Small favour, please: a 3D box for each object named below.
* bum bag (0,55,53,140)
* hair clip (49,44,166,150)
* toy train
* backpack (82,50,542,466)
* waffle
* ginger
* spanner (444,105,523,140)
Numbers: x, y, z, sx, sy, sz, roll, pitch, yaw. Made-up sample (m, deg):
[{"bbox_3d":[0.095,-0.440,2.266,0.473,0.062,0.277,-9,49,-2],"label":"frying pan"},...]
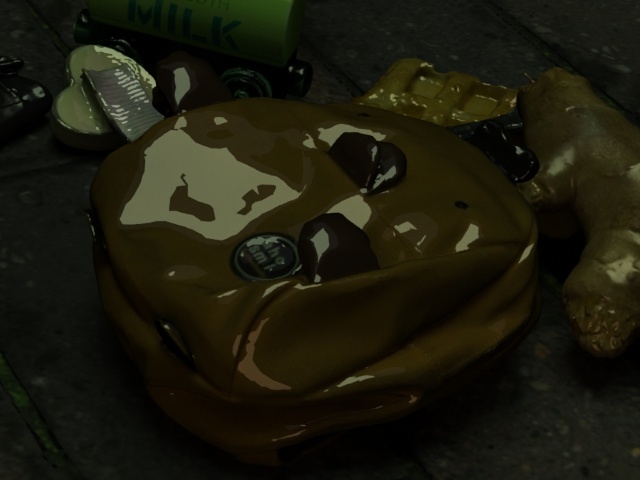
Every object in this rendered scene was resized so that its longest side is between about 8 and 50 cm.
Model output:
[{"bbox_3d":[-0.382,-0.172,1.788,0.248,0.060,0.123,34,44,30],"label":"bum bag"},{"bbox_3d":[-0.171,-0.118,1.743,0.159,0.071,0.218,-14,46,-32],"label":"hair clip"},{"bbox_3d":[-0.127,-0.221,1.817,0.253,0.157,0.105,15,37,11],"label":"toy train"},{"bbox_3d":[-0.002,0.004,1.494,0.378,0.201,0.353,-20,47,-28],"label":"backpack"},{"bbox_3d":[0.161,-0.092,1.776,0.274,0.057,0.168,19,38,16],"label":"waffle"},{"bbox_3d":[0.280,0.010,1.593,0.375,0.166,0.236,30,74,35],"label":"ginger"},{"bbox_3d":[0.115,-0.097,1.715,0.254,0.015,0.054,-13,40,-22],"label":"spanner"}]
